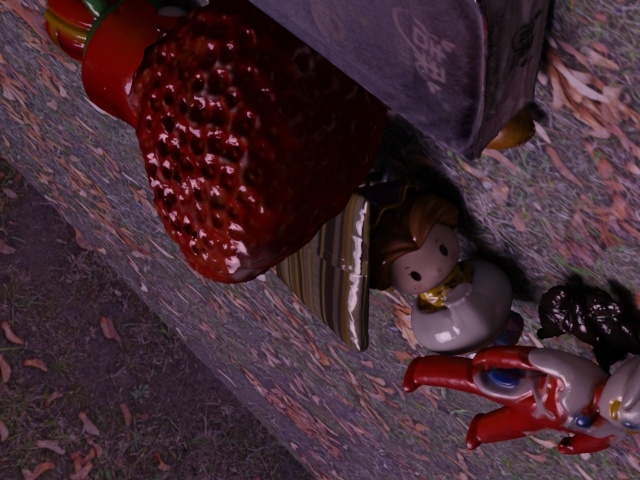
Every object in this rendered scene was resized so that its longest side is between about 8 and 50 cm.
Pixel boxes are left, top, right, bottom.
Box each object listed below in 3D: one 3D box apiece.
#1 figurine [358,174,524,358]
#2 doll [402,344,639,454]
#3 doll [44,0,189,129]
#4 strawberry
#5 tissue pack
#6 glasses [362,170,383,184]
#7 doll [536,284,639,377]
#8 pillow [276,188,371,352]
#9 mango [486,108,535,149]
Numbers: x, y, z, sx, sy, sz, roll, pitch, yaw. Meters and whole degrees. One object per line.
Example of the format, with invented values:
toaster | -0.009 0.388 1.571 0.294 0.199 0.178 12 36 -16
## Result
figurine | 0.131 0.034 1.926 0.263 0.142 0.189 49 173 -21
doll | 0.270 0.180 1.818 0.188 0.099 0.384 41 148 -24
doll | -0.218 -0.224 2.057 0.363 0.160 0.182 33 154 31
strawberry | -0.057 -0.109 1.709 0.291 0.292 0.309 103 146 -71
tissue pack | 0.024 -0.275 1.432 0.394 0.124 0.288 38 163 19
glasses | -0.011 -0.109 2.051 0.207 0.102 0.239 18 167 -14
doll | 0.307 0.095 1.814 0.139 0.057 0.165 36 161 25
pillow | 0.000 0.000 1.890 0.212 0.052 0.208 42 140 50
mango | 0.157 -0.131 1.589 0.127 0.063 0.077 37 154 17
